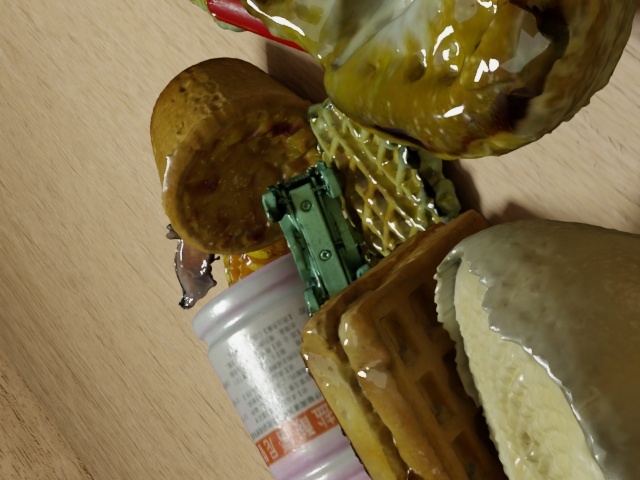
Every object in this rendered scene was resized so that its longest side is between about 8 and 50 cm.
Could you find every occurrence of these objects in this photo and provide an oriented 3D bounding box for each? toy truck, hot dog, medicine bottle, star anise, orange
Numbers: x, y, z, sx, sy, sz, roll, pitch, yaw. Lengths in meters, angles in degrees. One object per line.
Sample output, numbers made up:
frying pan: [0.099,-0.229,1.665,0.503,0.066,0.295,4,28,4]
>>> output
toy truck: [-0.001,-0.001,1.453,0.078,0.080,0.154,-111,-2,-70]
hot dog: [-0.077,0.003,1.743,0.115,0.072,0.269,53,155,41]
medicine bottle: [0.017,0.176,1.560,0.316,0.202,0.202,60,156,9]
star anise: [-0.147,-0.031,1.790,0.063,0.172,0.208,9,144,7]
orange: [0.083,-0.221,1.004,0.369,0.210,0.271,52,130,22]

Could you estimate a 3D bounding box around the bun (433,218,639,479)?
bun: [0.241,0.133,1.052,0.364,0.202,0.364,155,90,-83]

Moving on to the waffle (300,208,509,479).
waffle: [0.133,0.161,1.265,0.098,0.224,0.328,-22,100,45]

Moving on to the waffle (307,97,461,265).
waffle: [0.068,-0.050,1.406,0.208,0.054,0.214,11,125,63]

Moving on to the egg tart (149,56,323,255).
egg tart: [-0.099,-0.102,1.538,0.147,0.202,0.203,53,156,43]

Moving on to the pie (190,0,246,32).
pie: [-0.139,-0.390,1.460,0.296,0.078,0.371,6,118,62]

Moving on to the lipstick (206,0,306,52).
lipstick: [0.016,-0.193,1.281,0.279,0.073,0.073,24,137,36]
